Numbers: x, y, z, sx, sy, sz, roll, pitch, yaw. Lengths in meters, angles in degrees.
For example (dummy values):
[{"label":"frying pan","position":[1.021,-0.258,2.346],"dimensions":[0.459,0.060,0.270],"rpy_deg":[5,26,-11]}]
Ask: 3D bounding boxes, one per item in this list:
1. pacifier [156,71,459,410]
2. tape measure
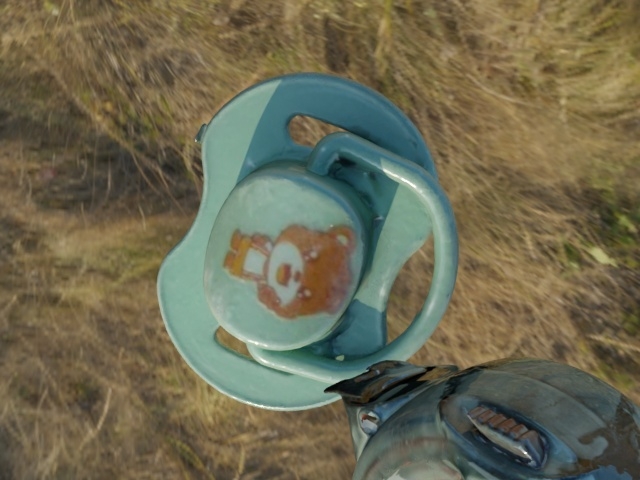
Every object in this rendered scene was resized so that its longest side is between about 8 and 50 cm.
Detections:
[{"label":"pacifier","position":[0.000,0.000,1.259],"dimensions":[0.288,0.269,0.343],"rpy_deg":[24,108,6]},{"label":"tape measure","position":[0.133,0.216,0.889],"dimensions":[0.147,0.275,0.256],"rpy_deg":[-22,105,-43]}]
